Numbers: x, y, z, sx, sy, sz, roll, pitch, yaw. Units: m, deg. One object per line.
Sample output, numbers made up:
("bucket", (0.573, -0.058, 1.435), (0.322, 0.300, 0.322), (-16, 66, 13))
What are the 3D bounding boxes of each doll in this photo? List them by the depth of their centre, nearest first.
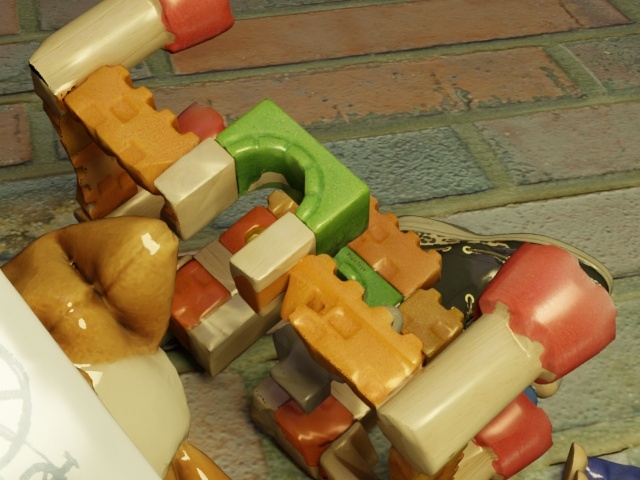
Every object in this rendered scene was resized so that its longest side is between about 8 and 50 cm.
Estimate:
("doll", (0.291, 0.213, 0.891), (0.189, 0.046, 0.129), (11, 27, 4))

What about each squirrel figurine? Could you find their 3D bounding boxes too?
("squirrel figurine", (-0.296, 0.170, 0.769), (0.397, 0.281, 0.370), (5, 26, 37))

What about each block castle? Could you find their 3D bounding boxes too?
("block castle", (0.000, 0.000, 0.877), (0.213, 0.303, 0.453), (-39, 67, -20))

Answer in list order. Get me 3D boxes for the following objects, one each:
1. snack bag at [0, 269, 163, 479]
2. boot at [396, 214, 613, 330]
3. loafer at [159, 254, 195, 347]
("snack bag", (-0.234, 0.190, 0.562), (0.342, 0.323, 0.037), (-39, 7, -29))
("boot", (0.146, 0.069, 1.070), (0.236, 0.085, 0.178), (13, 42, 17))
("loafer", (-0.177, 0.080, 1.059), (0.268, 0.096, 0.084), (-9, 55, -1))
